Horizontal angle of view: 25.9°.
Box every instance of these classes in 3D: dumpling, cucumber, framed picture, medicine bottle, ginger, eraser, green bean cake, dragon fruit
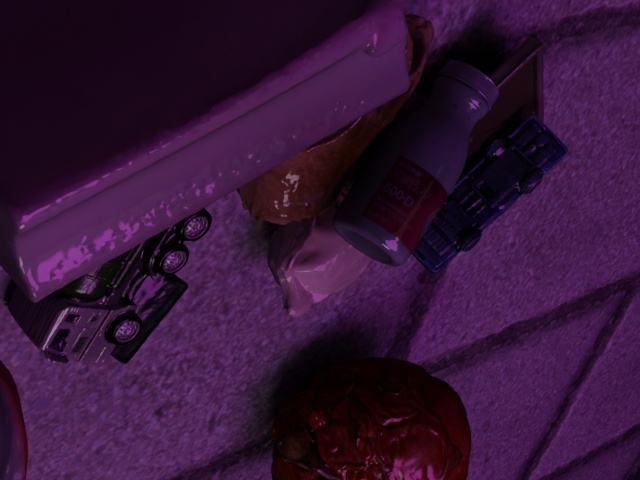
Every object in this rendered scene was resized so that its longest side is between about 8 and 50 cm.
[{"bbox_3d":[0.000,0.000,1.625,0.199,0.118,0.136,-59,151,-42],"label":"dumpling"},{"bbox_3d":[-0.205,0.073,1.498,0.115,0.062,0.116,-51,153,3],"label":"cucumber"},{"bbox_3d":[0.190,-0.117,1.736,0.240,0.020,0.324,-45,166,-1],"label":"framed picture"},{"bbox_3d":[0.104,-0.083,1.452,0.216,0.090,0.090,-57,154,-11],"label":"medicine bottle"},{"bbox_3d":[0.011,-0.136,1.445,0.275,0.130,0.221,-46,162,-2],"label":"ginger"},{"bbox_3d":[-0.142,-0.150,1.061,0.359,0.272,0.122,-30,149,-24],"label":"eraser"},{"bbox_3d":[0.067,-0.104,1.560,0.135,0.056,0.135,-56,-167,-5],"label":"green bean cake"},{"bbox_3d":[0.074,0.295,1.937,0.277,0.277,0.342,-52,150,12],"label":"dragon fruit"}]

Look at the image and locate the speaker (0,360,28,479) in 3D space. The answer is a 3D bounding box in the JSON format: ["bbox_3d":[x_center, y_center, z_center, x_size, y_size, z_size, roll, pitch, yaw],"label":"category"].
[{"bbox_3d":[-0.408,0.204,1.280,0.294,0.294,0.294,-33,149,-22],"label":"speaker"}]

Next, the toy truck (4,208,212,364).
[{"bbox_3d":[-0.209,0.005,1.363,0.125,0.101,0.242,12,116,-52],"label":"toy truck"}]

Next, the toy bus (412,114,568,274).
[{"bbox_3d":[0.206,-0.053,1.761,0.236,0.079,0.094,-42,168,-7],"label":"toy bus"}]
